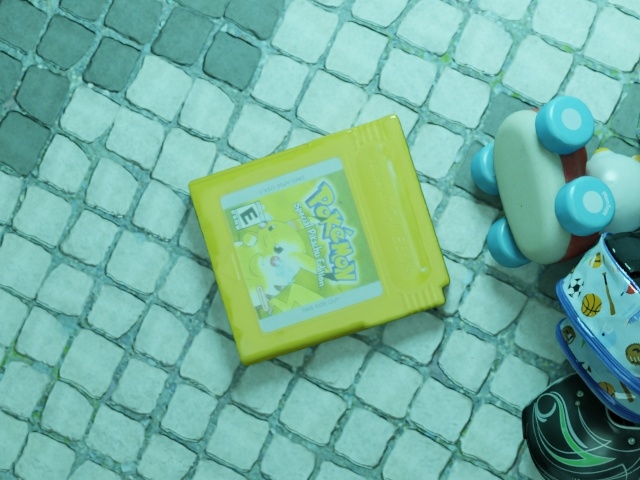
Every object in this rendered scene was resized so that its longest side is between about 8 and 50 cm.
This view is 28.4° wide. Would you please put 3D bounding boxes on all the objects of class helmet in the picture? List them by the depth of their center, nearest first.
[{"bbox_3d":[0.364,0.266,1.693,0.169,0.169,0.161,-32,67,7],"label":"helmet"}]

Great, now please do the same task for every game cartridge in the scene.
[{"bbox_3d":[0.000,0.000,1.821,0.324,0.053,0.285,-19,85,10],"label":"game cartridge"}]

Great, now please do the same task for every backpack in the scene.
[{"bbox_3d":[0.421,0.105,1.610,0.213,0.263,0.276,-52,52,15],"label":"backpack"}]

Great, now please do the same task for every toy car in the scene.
[{"bbox_3d":[0.365,-0.081,1.717,0.238,0.219,0.210,-7,77,-24],"label":"toy car"}]

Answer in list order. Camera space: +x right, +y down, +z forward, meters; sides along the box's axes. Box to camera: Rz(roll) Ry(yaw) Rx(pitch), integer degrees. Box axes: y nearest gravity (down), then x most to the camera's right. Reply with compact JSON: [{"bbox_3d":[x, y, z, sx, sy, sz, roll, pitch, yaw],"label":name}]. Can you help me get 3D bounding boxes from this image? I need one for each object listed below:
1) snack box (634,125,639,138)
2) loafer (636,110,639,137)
[{"bbox_3d":[0.559,-0.132,1.702,0.207,0.070,0.174,-30,87,-4],"label":"snack box"},{"bbox_3d":[0.469,-0.200,1.754,0.039,0.045,0.125,14,87,3],"label":"loafer"}]
